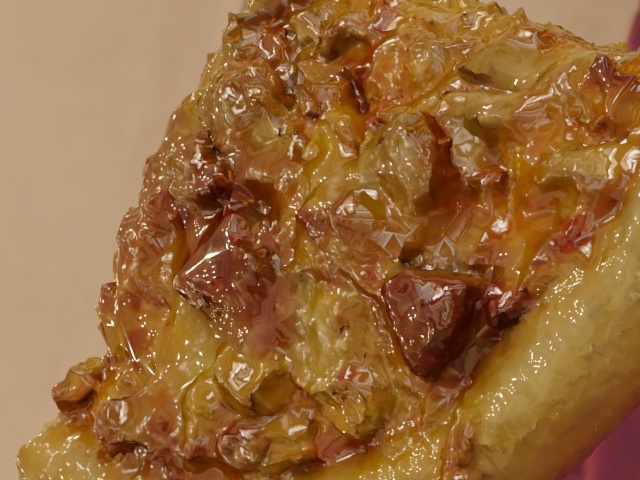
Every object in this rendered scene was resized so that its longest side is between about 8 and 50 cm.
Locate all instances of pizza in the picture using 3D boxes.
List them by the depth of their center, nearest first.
[{"bbox_3d":[0.000,0.000,0.576,0.335,0.086,0.226,-29,67,37],"label":"pizza"}]
